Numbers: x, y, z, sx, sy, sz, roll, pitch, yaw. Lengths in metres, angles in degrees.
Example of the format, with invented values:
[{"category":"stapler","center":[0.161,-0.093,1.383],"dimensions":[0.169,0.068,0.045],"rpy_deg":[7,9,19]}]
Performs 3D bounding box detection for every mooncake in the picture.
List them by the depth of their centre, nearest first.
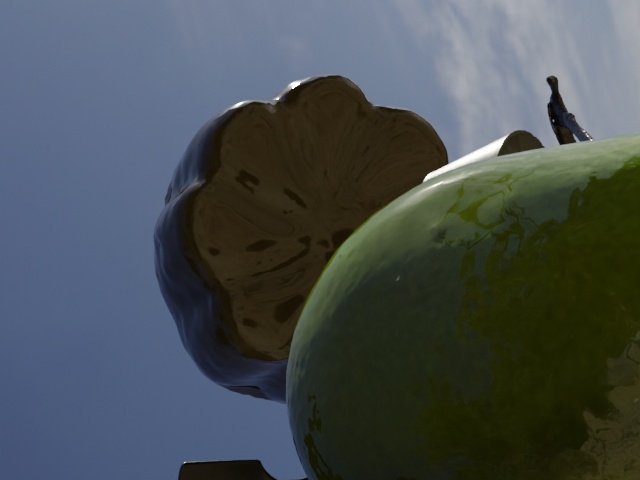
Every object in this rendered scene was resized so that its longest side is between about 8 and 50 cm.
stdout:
[{"category":"mooncake","center":[0.000,0.000,1.197],"dimensions":[0.201,0.379,0.378],"rpy_deg":[143,128,-72]}]

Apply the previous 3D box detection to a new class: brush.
[{"category":"brush","center":[-0.057,0.264,1.125],"dimensions":[0.194,0.016,0.062],"rpy_deg":[2,-114,-19]}]

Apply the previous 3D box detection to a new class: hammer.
[{"category":"hammer","center":[0.360,-0.124,1.400],"dimensions":[0.297,0.027,0.125],"rpy_deg":[-108,-3,-63]}]

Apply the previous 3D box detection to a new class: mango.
[{"category":"mango","center":[0.091,0.052,0.454],"dimensions":[0.149,0.273,0.185],"rpy_deg":[34,-121,-30]}]

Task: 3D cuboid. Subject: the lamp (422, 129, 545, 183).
[{"category":"lamp","center":[0.191,-0.037,0.881],"dimensions":[0.121,0.215,0.121],"rpy_deg":[14,-109,-47]}]
